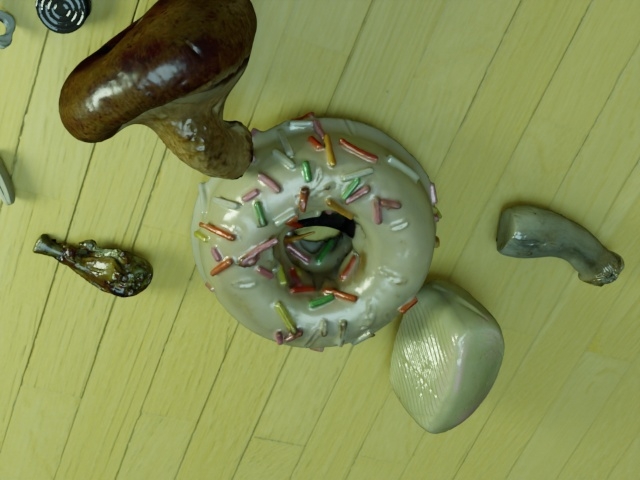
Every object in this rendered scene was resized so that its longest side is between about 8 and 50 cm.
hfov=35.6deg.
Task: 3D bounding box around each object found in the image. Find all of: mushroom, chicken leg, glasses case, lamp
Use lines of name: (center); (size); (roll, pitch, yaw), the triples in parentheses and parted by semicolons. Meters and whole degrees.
mushroom: (-0.178, -0.204, 1.251); (0.254, 0.267, 0.267); (28, 113, -3)
chicken leg: (-0.336, 0.030, 1.479); (0.178, 0.070, 0.093); (21, 141, -7)
glasses case: (-0.451, -0.088, 1.404); (0.021, 0.032, 0.083); (-14, 122, 2)
lamp: (-0.412, -0.392, 1.187); (0.130, 0.108, 0.371); (-20, 122, 6)
mushroom: (0.382, 0.008, 1.577); (0.223, 0.081, 0.092); (17, 98, -21)

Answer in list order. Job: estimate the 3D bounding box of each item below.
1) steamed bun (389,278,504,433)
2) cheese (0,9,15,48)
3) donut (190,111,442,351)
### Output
steamed bun: (0.215, 0.182, 1.608); (0.153, 0.170, 0.238); (-6, 126, -33)
cheese: (-0.490, -0.299, 1.205); (0.071, 0.163, 0.249); (-13, 131, 38)
donut: (0.000, 0.000, 1.471); (0.383, 0.142, 0.382); (-4, 120, -8)
